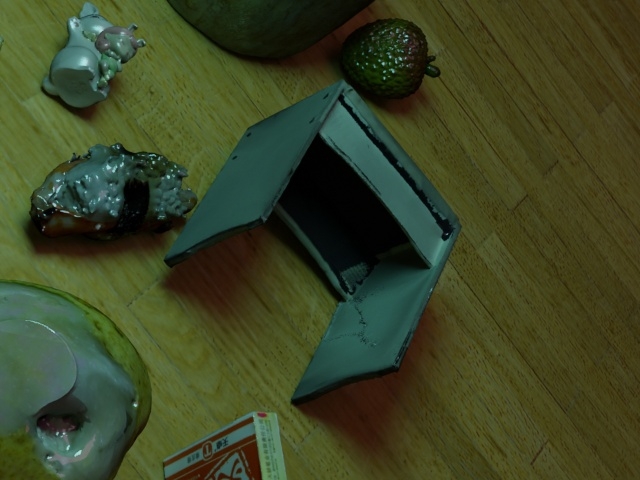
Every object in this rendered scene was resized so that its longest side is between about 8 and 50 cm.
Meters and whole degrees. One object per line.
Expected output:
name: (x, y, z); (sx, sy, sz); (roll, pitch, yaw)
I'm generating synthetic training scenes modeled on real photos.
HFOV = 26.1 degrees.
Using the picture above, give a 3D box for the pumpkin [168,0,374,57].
pumpkin: (-0.079, -0.393, 1.801); (0.332, 0.199, 0.332); (30, 40, -29)

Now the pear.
pear: (-0.290, 0.152, 1.236); (0.271, 0.271, 0.271); (22, 52, -32)

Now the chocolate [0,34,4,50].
chocolate: (-0.430, -0.276, 1.482); (0.219, 0.085, 0.086); (48, 42, -15)

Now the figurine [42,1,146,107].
figurine: (-0.251, -0.217, 1.600); (0.098, 0.081, 0.146); (13, 47, 8)

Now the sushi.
sushi: (-0.219, -0.056, 1.515); (0.226, 0.103, 0.097); (-3, 69, -52)

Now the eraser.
eraser: (-0.087, 0.303, 1.371); (0.038, 0.157, 0.230); (12, 57, -41)

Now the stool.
stool: (0.000, 0.000, 1.609); (0.244, 0.170, 0.270); (48, 43, -21)

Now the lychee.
lychee: (0.098, -0.252, 1.923); (0.146, 0.114, 0.114); (4, 61, -20)
